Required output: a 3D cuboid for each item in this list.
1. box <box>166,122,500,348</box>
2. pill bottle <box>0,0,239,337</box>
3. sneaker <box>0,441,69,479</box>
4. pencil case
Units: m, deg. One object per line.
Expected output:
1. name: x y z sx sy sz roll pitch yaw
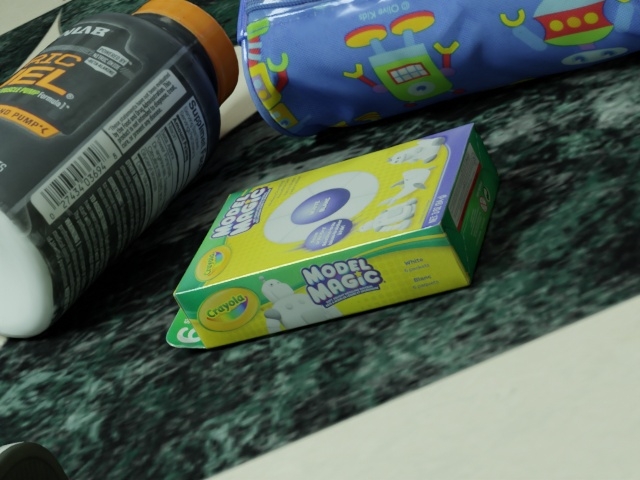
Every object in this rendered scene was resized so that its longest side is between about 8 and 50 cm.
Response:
1. box: 0.000 0.000 0.781 0.179 0.043 0.105 -17 27 26
2. pill bottle: -0.151 -0.060 0.945 0.130 0.130 0.246 -5 33 40
3. sneaker: -0.223 0.187 0.556 0.178 0.124 0.295 -13 21 20
4. pencil case: 0.090 -0.149 0.867 0.306 0.133 0.119 -13 62 31
